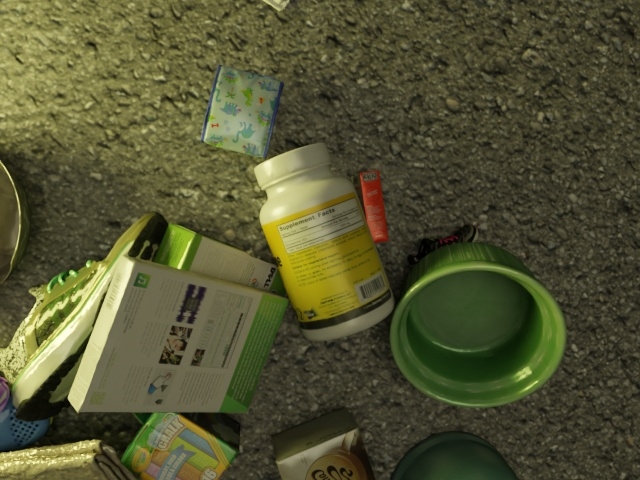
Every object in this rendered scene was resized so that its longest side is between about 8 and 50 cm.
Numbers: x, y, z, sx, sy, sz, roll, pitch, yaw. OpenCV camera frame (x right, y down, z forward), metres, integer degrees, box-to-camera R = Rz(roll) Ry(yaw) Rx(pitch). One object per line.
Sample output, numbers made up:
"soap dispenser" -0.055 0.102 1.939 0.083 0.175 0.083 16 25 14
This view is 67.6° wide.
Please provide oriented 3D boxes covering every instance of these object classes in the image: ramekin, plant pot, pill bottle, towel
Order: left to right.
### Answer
"towel" -0.438 0.421 0.822 0.282 0.049 0.187 -12 119 16
"pill bottle" 0.000 0.000 0.892 0.187 0.188 0.334 -21 94 -8
"ramekin" 0.286 0.150 0.912 0.303 0.148 0.303 4 114 9
"plant pot" 0.299 0.563 0.951 0.293 0.196 0.293 0 91 -9

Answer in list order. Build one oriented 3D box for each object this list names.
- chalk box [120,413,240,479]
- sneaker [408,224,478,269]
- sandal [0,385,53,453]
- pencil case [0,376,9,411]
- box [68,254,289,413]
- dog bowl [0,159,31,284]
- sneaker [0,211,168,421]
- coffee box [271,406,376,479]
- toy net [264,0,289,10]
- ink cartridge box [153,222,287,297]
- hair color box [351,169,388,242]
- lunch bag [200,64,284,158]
"chalk box" -0.272 0.361 0.884 0.213 0.132 0.132 35 86 -7
"sneaker" 0.252 0.015 0.996 0.170 0.063 0.075 -39 103 -2
"sandal" -0.636 0.334 0.821 0.317 0.138 0.126 -7 91 -11
"pencil case" -0.599 0.234 0.801 0.088 0.206 0.086 -53 138 -27
"box" -0.217 0.173 0.808 0.322 0.058 0.232 22 88 -44
"dog bowl" -0.680 -0.033 0.821 0.348 0.102 0.349 0 92 -10
"sneaker" -0.436 0.100 0.852 0.182 0.158 0.410 31 77 14
"coffee box" 0.031 0.513 0.943 0.168 0.119 0.297 -18 94 -10
"toy net" -0.139 -0.557 0.928 0.122 0.045 0.232 -28 96 -8
"ink cartridge box" -0.193 0.101 0.913 0.255 0.097 0.189 25 86 -46
"hair color box" 0.099 -0.066 0.965 0.043 0.072 0.141 -9 94 -10
"lunch bag" -0.147 -0.243 0.908 0.128 0.096 0.151 12 99 -9
